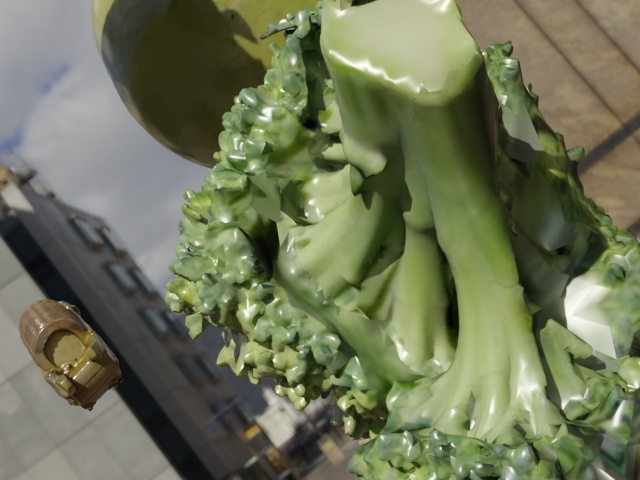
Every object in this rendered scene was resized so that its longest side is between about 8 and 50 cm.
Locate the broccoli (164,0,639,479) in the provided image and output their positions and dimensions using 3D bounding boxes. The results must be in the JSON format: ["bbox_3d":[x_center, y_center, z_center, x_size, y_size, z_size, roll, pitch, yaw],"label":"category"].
[{"bbox_3d":[0.040,0.009,0.613,0.249,0.375,0.302,-33,-37,21],"label":"broccoli"}]

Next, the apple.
[{"bbox_3d":[-0.059,-0.204,0.989,0.254,0.292,0.292,-57,-16,24],"label":"apple"}]

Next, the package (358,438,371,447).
[{"bbox_3d":[0.084,0.280,1.363,0.031,0.108,0.121,18,-44,-26],"label":"package"}]

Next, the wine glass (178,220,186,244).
[{"bbox_3d":[0.000,0.000,1.253,0.309,0.096,0.264,-11,6,-9],"label":"wine glass"}]

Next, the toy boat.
[{"bbox_3d":[-0.347,0.138,1.443,0.089,0.115,0.310,-47,25,-8],"label":"toy boat"}]
